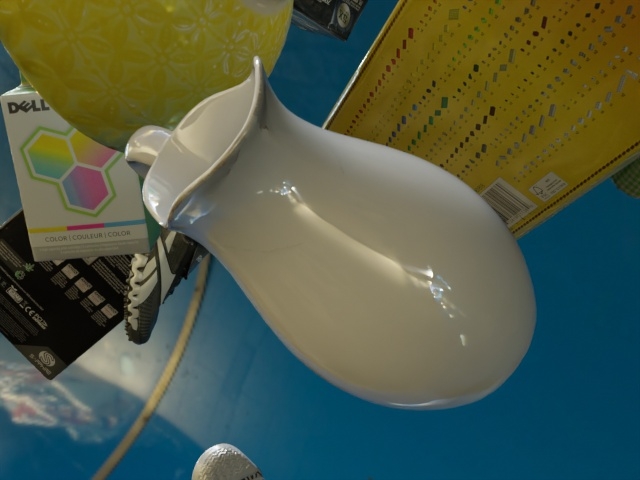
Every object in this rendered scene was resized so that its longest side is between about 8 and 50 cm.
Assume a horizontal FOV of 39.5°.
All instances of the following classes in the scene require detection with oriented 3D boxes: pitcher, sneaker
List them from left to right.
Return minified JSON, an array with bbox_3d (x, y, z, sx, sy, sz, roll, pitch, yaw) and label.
[{"bbox_3d":[-0.206,0.032,1.208,0.078,0.106,0.234,-143,-119,-76],"label":"sneaker"},{"bbox_3d":[-0.193,0.451,1.524,0.210,0.137,0.366,29,-39,38],"label":"sneaker"},{"bbox_3d":[0.000,0.000,0.474,0.125,0.207,0.177,-60,-153,-8],"label":"pitcher"}]

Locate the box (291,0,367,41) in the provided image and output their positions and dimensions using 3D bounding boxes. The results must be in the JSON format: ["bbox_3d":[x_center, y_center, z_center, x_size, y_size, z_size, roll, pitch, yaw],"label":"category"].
[{"bbox_3d":[-0.035,-0.402,1.451,0.078,0.147,0.180,-61,-147,5],"label":"box"}]

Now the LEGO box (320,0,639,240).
[{"bbox_3d":[0.194,-0.205,0.745,0.193,0.372,0.500,36,-25,-2],"label":"LEGO box"}]

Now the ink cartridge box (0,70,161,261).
[{"bbox_3d":[-0.215,-0.091,0.798,0.062,0.108,0.209,-86,172,-72],"label":"ink cartridge box"}]

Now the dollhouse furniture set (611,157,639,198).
[{"bbox_3d":[0.423,-0.058,0.708,0.198,0.301,0.151,103,-20,-52],"label":"dollhouse furniture set"}]

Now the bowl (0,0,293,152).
[{"bbox_3d":[-0.096,-0.218,0.651,0.156,0.289,0.290,-9,-96,28],"label":"bowl"}]

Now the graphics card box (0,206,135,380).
[{"bbox_3d":[-0.351,0.012,1.365,0.371,0.233,0.094,-40,-166,6],"label":"graphics card box"}]
